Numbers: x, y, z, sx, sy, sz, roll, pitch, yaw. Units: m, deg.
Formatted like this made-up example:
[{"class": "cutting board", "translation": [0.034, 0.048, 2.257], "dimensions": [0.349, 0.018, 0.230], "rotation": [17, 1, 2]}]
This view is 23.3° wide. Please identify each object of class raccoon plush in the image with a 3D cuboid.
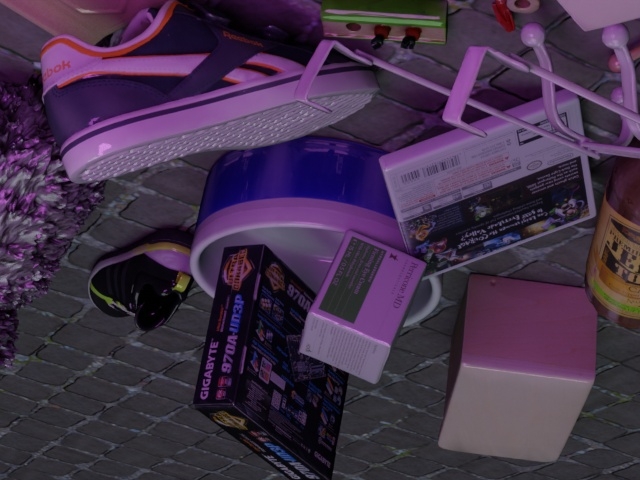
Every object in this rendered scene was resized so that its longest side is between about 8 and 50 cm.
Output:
[{"class": "raccoon plush", "translation": [-0.314, -0.008, 1.487], "dimensions": [0.216, 0.299, 0.446], "rotation": [19, 151, -20]}]

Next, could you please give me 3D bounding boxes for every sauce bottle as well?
[{"class": "sauce bottle", "translation": [0.320, -0.033, 1.472], "dimensions": [0.111, 0.111, 0.344], "rotation": [5, 151, 6]}]

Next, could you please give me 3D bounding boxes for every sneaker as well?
[{"class": "sneaker", "translation": [-0.091, -0.144, 1.334], "dimensions": [0.321, 0.127, 0.126], "rotation": [-14, 167, -39]}, {"class": "sneaker", "translation": [-0.216, 0.062, 1.823], "dimensions": [0.084, 0.097, 0.235], "rotation": [21, 151, -23]}]

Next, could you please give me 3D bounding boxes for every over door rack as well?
[{"class": "over door rack", "translation": [0.182, -0.120, 1.175], "dimensions": [0.324, 0.108, 0.239], "rotation": [7, -176, -28]}]

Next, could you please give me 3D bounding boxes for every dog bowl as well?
[{"class": "dog bowl", "translation": [0.000, 0.000, 1.633], "dimensions": [0.265, 0.104, 0.265], "rotation": [6, 153, 3]}]

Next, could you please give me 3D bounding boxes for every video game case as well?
[{"class": "video game case", "translation": [0.162, -0.050, 1.467], "dimensions": [0.190, 0.022, 0.173], "rotation": [-21, 139, 0]}]

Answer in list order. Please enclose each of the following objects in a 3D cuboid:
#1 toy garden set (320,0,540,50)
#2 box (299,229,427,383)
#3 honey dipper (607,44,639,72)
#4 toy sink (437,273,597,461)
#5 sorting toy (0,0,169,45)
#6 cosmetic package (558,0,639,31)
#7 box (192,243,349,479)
[{"class": "toy garden set", "translation": [0.094, -0.219, 1.234], "dimensions": [0.204, 0.049, 0.244], "rotation": [4, 153, 7]}, {"class": "box", "translation": [0.040, 0.065, 1.504], "dimensions": [0.087, 0.101, 0.102], "rotation": [23, 154, 4]}, {"class": "honey dipper", "translation": [0.297, -0.175, 1.293], "dimensions": [0.030, 0.030, 0.161], "rotation": [21, 154, -24]}, {"class": "toy sink", "translation": [0.231, 0.152, 1.841], "dimensions": [0.153, 0.131, 0.234], "rotation": [7, 149, 2]}, {"class": "sorting toy", "translation": [-0.197, -0.248, 1.280], "dimensions": [0.208, 0.038, 0.193], "rotation": [-22, 141, 38]}, {"class": "cosmetic package", "translation": [0.288, -0.257, 0.985], "dimensions": [0.309, 0.160, 0.113], "rotation": [-10, 149, 34]}, {"class": "box", "translation": [-0.042, 0.130, 1.588], "dimensions": [0.051, 0.175, 0.220], "rotation": [-4, 151, 28]}]
